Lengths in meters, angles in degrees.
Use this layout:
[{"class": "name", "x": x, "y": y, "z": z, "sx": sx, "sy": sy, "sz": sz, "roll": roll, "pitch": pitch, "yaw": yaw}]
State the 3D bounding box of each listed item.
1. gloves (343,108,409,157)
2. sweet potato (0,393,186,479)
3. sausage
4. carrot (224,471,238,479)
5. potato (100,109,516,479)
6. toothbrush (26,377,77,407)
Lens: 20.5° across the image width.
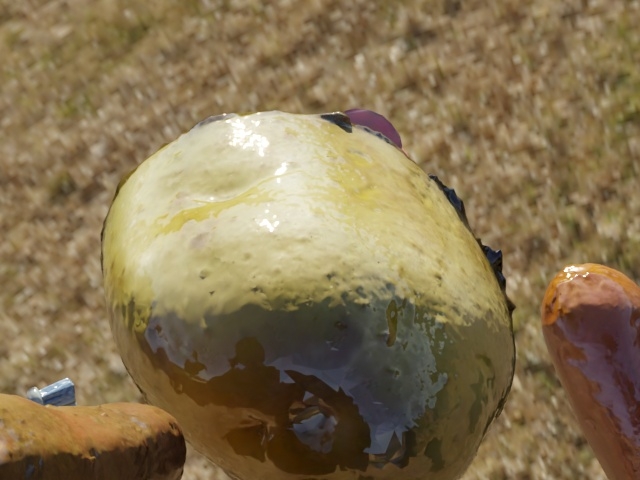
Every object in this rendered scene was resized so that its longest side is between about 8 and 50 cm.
[{"class": "gloves", "x": 0.012, "y": 0.000, "z": 1.450, "sx": 0.126, "sy": 0.241, "sz": 0.145, "roll": 4, "pitch": 58, "yaw": 3}, {"class": "sweet potato", "x": -0.184, "y": 0.114, "z": 0.787, "sx": 0.095, "sy": 0.354, "sz": 0.106, "roll": 2, "pitch": 83, "yaw": 37}, {"class": "sausage", "x": 0.277, "y": 0.138, "z": 1.591, "sx": 0.113, "sy": 0.259, "sz": 0.113, "roll": -25, "pitch": 16, "yaw": 7}, {"class": "carrot", "x": -0.085, "y": 0.196, "z": 1.629, "sx": 0.032, "sy": 0.032, "sz": 0.093, "roll": -38, "pitch": 71, "yaw": -8}, {"class": "potato", "x": -0.002, "y": 0.060, "z": 1.084, "sx": 0.242, "sy": 0.285, "sz": 0.242, "roll": -46, "pitch": 16, "yaw": 17}, {"class": "toothbrush", "x": -0.149, "y": 0.281, "z": 1.344, "sx": 0.040, "sy": 0.386, "sz": 0.040, "roll": -15, "pitch": 17, "yaw": 5}]
